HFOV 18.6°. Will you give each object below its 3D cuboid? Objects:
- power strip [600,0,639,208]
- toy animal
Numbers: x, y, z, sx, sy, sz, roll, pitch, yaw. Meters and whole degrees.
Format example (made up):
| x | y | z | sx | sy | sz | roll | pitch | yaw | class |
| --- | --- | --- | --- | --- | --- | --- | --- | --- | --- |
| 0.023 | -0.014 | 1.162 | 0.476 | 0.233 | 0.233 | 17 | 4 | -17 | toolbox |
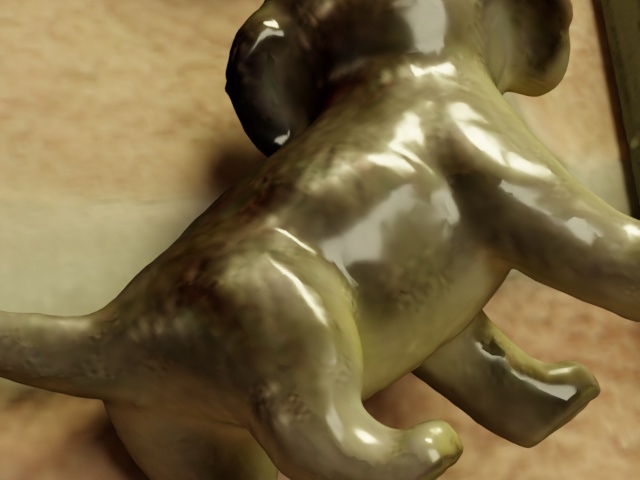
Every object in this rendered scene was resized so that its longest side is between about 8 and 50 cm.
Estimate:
| x | y | z | sx | sy | sz | roll | pitch | yaw | class |
| --- | --- | --- | --- | --- | --- | --- | --- | --- | --- |
| 0.156 | -0.067 | 0.771 | 0.034 | 0.092 | 0.268 | 11 | 58 | -29 | power strip |
| 0.016 | 0.003 | 0.608 | 0.168 | 0.121 | 0.233 | 37 | 55 | 7 | toy animal |
